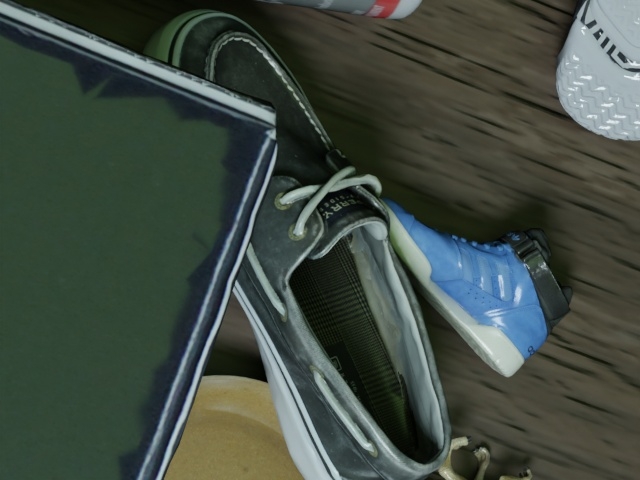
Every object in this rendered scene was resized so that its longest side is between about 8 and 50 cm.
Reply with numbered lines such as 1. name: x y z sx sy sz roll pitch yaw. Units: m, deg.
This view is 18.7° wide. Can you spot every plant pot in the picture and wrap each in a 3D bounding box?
1. plant pot: -0.064 0.203 1.212 0.236 0.032 0.236 7 77 -31

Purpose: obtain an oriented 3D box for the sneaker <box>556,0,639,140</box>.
1. sneaker: 0.289 -0.238 1.304 0.137 0.210 0.366 32 114 -8

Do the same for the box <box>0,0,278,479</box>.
1. box: -0.323 0.008 0.977 0.480 0.472 0.297 22 83 -10

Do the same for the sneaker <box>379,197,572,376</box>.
1. sneaker: 0.102 0.009 1.278 0.084 0.058 0.152 -45 100 -6

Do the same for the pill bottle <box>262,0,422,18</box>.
1. pill bottle: -0.070 -0.235 1.208 0.283 0.161 0.161 7 85 -11

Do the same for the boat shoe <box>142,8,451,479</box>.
1. boat shoe: 0.000 0.000 1.210 0.121 0.119 0.335 -25 90 -35

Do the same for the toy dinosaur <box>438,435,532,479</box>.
1. toy dinosaur: 0.086 0.178 1.251 0.183 0.053 0.092 -4 69 -28
